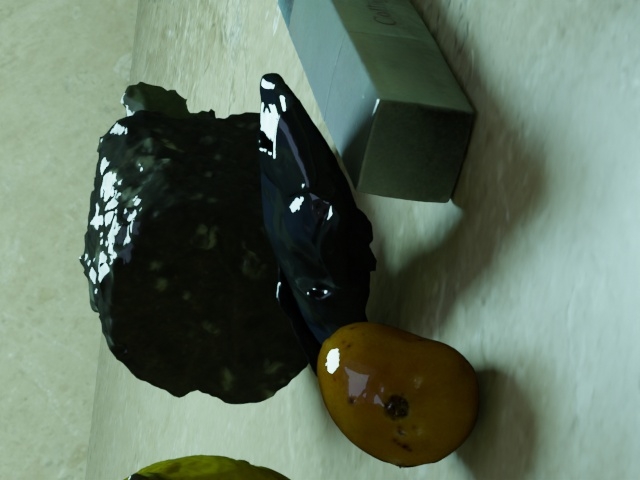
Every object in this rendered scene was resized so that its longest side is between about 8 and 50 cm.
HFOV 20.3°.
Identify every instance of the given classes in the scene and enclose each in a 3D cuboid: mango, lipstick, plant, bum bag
[{"bbox_3d":[0.043,0.099,1.159,0.084,0.105,0.159,-65,7,-8],"label":"mango"},{"bbox_3d":[0.035,-0.146,1.383,0.371,0.076,0.079,-111,31,-61],"label":"lipstick"},{"bbox_3d":[-0.104,-0.015,1.599,0.312,0.213,0.215,-104,22,-63],"label":"plant"},{"bbox_3d":[0.000,0.000,1.298,0.310,0.074,0.137,81,168,-51],"label":"bum bag"}]

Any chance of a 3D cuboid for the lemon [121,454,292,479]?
[{"bbox_3d":[-0.093,0.282,1.332,0.228,0.228,0.253,-98,23,-48],"label":"lemon"}]
